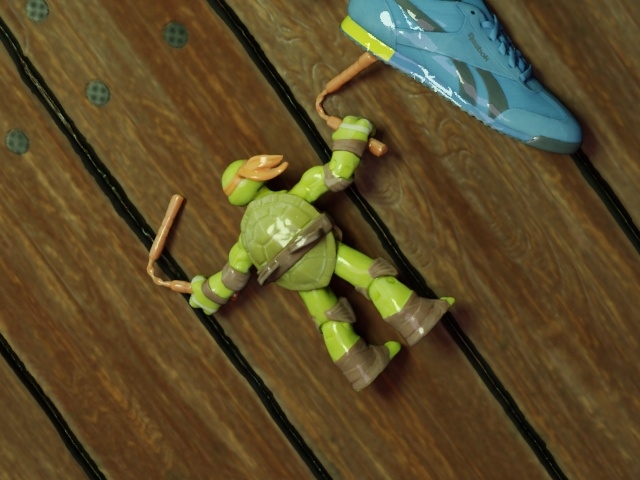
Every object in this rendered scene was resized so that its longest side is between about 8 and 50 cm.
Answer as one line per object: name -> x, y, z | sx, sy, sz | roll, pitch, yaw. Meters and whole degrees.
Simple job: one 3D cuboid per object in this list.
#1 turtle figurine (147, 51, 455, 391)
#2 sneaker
turtle figurine -> 0.000, 0.000, 1.431 | 0.217, 0.087, 0.269 | 45, 109, -2
sneaker -> 0.118, -0.142, 1.378 | 0.209, 0.069, 0.082 | 33, 105, 3
